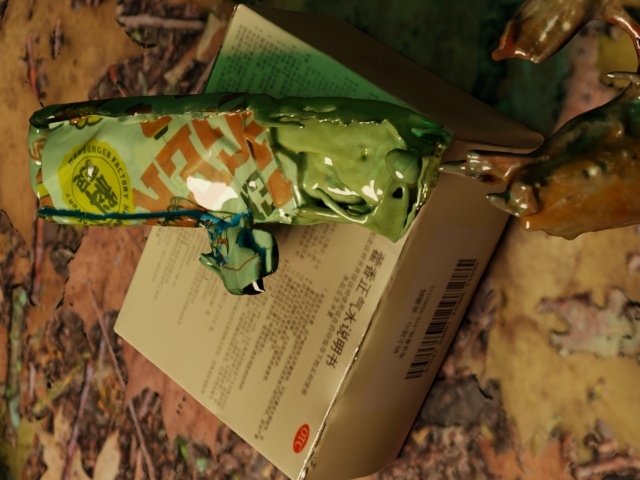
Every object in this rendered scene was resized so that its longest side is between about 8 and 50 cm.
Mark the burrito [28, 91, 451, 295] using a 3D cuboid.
[{"bbox_3d":[-0.055,-0.025,0.789,0.288,0.054,0.104,2,92,38],"label":"burrito"}]

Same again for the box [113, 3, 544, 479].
[{"bbox_3d":[0.000,0.000,0.839,0.168,0.095,0.212,37,113,34],"label":"box"}]

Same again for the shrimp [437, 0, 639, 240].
[{"bbox_3d":[0.139,-0.071,0.697,0.132,0.187,0.051,64,169,2],"label":"shrimp"}]
